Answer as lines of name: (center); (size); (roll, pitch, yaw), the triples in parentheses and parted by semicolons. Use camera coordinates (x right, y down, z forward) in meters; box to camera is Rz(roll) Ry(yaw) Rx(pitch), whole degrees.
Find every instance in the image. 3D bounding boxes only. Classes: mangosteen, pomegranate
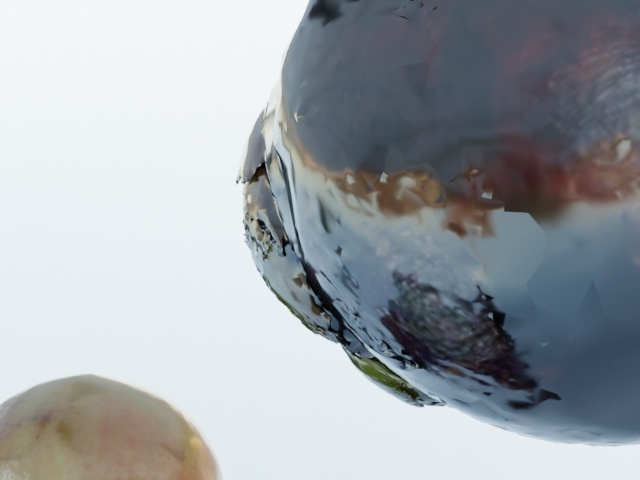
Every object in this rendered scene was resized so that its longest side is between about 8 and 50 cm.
mangosteen: (0.149, -0.045, 1.174); (0.381, 0.421, 0.381); (6, -124, -9)
pomegranate: (-0.206, 0.254, 1.681); (0.252, 0.229, 0.270); (-47, -151, 37)
